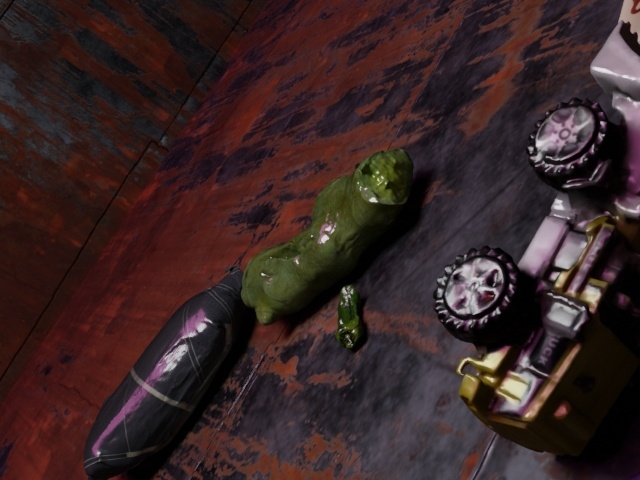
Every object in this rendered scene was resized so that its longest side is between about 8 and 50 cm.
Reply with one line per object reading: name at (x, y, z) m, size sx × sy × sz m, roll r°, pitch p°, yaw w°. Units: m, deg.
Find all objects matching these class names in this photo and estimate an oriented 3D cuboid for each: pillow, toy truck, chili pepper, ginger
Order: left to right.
pillow at (-0.199, 0.176, 1.275) m, size 0.335 × 0.093 × 0.161 m, roll -53°, pitch 15°, yaw 0°
ginger at (0.004, -0.002, 1.121) m, size 0.290 × 0.089 × 0.137 m, roll -49°, pitch 37°, yaw 27°
chili pepper at (0.030, 0.083, 1.002) m, size 0.030 × 0.034 × 0.091 m, roll -14°, pitch 30°, yaw 10°
toy truck at (0.184, 0.001, 0.628) m, size 0.111 × 0.136 × 0.285 m, roll 19°, pitch 75°, yaw 48°

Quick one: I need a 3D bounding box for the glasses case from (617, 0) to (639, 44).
glasses case at (0.361, -0.220, 0.658) m, size 0.336 × 0.076 × 0.144 m, roll -28°, pitch 31°, yaw 51°

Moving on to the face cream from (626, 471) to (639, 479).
face cream at (0.234, 0.083, 0.438) m, size 0.273 × 0.078 × 0.078 m, roll -40°, pitch 23°, yaw 34°
